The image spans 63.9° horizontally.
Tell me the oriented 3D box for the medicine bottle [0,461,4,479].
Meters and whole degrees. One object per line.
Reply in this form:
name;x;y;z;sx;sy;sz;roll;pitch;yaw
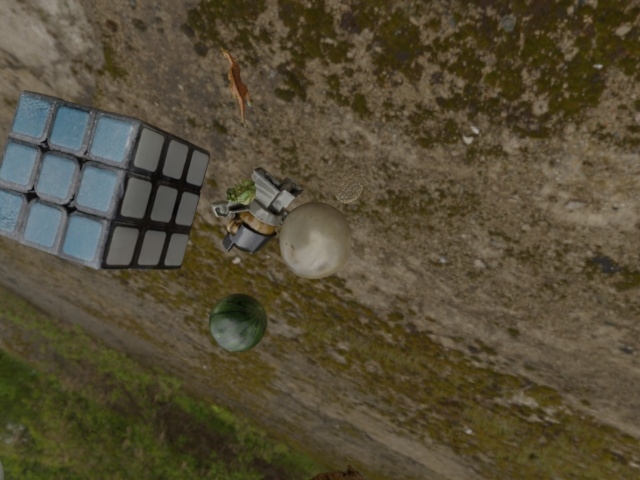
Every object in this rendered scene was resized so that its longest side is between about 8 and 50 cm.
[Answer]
medicine bottle;-0.944;0.626;1.303;0.190;0.190;0.332;39;138;-25

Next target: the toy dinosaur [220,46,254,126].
toy dinosaur;-0.246;-0.467;1.545;0.057;0.212;0.142;-21;155;-5

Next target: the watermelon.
watermelon;-0.271;0.266;1.644;0.214;0.188;0.188;-25;126;35

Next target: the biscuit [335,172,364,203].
biscuit;0.103;-0.187;1.822;0.120;0.120;0.015;4;161;37

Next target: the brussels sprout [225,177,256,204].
brussels sprout;-0.202;-0.119;1.317;0.085;0.085;0.058;13;134;24

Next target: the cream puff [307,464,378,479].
cream puff;0.008;0.667;1.147;0.231;0.327;0.343;27;110;13

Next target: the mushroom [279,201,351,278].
mushroom;0.000;0.000;1.341;0.204;0.204;0.204;20;153;11

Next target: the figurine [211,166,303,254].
figurine;-0.194;-0.075;1.595;0.308;0.308;0.143;41;-166;-28

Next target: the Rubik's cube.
Rubik's cube;-0.466;-0.115;1.118;0.304;0.301;0.303;15;-179;14
